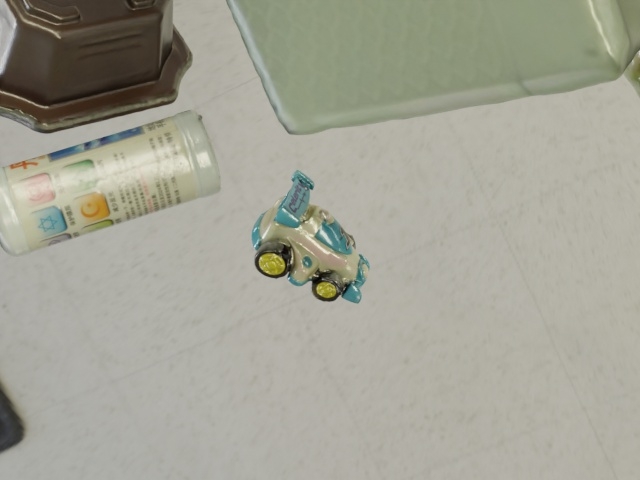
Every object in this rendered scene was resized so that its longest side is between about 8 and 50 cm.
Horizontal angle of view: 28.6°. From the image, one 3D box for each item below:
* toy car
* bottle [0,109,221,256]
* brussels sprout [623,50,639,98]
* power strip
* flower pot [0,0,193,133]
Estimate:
[{"bbox_3d":[0.000,0.000,1.561,0.162,0.126,0.098,29,129,-6],"label":"toy car"},{"bbox_3d":[-0.172,-0.025,0.783,0.217,0.060,0.060,-19,99,-11],"label":"bottle"},{"bbox_3d":[0.423,-0.139,1.057,0.355,0.289,0.281,25,140,-15],"label":"brussels sprout"},{"bbox_3d":[0.031,-0.139,0.557,0.224,0.140,0.139,-7,118,35],"label":"power strip"},{"bbox_3d":[-0.205,-0.209,0.943,0.250,0.179,0.084,58,147,21],"label":"flower pot"}]
